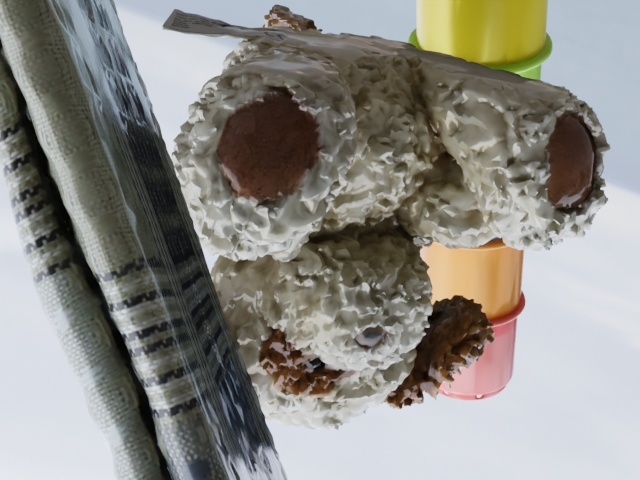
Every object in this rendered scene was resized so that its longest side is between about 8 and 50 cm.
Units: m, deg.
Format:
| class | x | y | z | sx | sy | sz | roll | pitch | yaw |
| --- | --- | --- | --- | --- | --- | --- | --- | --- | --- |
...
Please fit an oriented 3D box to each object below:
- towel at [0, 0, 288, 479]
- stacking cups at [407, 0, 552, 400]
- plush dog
| class | x | y | z | sx | sy | sz | roll | pitch | yaw |
| --- | --- | --- | --- | --- | --- | --- | --- | --- | --- |
| towel | -0.069 | 0.017 | 0.624 | 0.056 | 0.324 | 0.312 | -19 | 180 | 0 |
| stacking cups | 0.106 | -0.042 | 1.184 | 0.096 | 0.316 | 0.096 | -3 | -151 | 2 |
| plush dog | 0.000 | 0.000 | 1.033 | 0.262 | 0.225 | 0.210 | -1 | -160 | -32 |
